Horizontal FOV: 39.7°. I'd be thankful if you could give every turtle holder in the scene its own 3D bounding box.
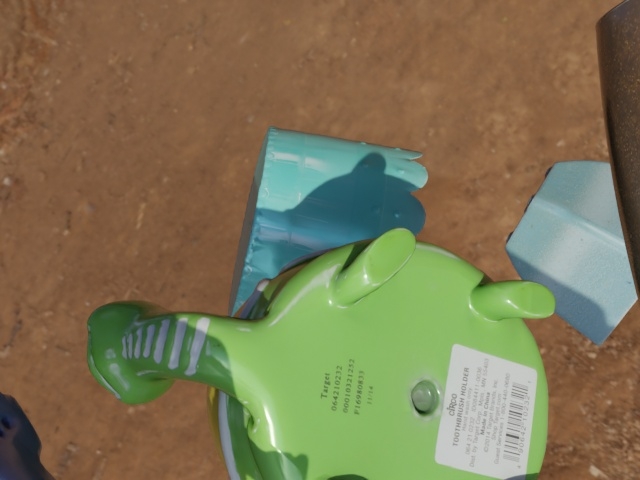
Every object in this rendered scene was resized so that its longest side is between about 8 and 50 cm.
[{"bbox_3d":[0.007,0.129,0.669,0.227,0.320,0.243,-16,89,58],"label":"turtle holder"}]

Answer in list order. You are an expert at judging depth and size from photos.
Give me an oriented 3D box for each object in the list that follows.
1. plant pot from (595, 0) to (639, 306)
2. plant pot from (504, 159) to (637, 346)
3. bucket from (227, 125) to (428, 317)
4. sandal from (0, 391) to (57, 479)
[{"bbox_3d":[0.245,-0.038,0.467,0.215,0.215,0.230,-26,89,33],"label":"plant pot"},{"bbox_3d":[0.503,-0.009,1.670,0.247,0.252,0.248,-48,-15,-41],"label":"plant pot"},{"bbox_3d":[0.000,0.000,1.059,0.281,0.183,0.281,-168,90,-83],"label":"bucket"},{"bbox_3d":[-0.114,0.141,0.350,0.138,0.317,0.126,-30,4,34],"label":"sandal"}]
